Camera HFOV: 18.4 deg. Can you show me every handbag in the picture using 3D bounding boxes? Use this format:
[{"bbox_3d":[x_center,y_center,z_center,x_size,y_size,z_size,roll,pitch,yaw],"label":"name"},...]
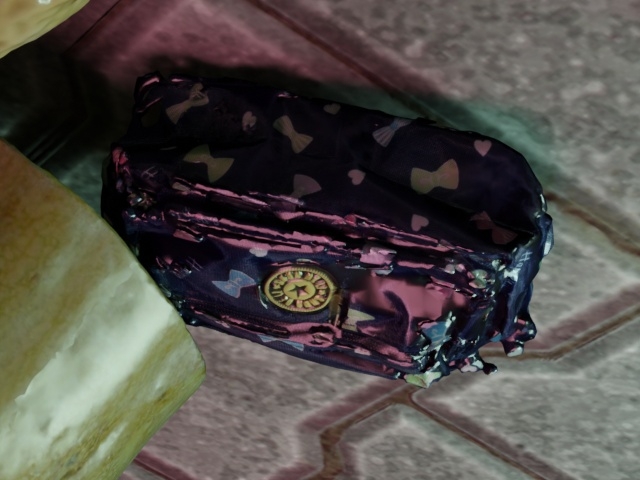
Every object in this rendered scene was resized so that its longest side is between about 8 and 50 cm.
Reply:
[{"bbox_3d":[0.000,0.000,1.108,0.260,0.113,0.162,13,151,5],"label":"handbag"}]

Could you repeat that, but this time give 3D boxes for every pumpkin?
[{"bbox_3d":[-0.249,0.067,1.150,0.332,0.199,0.332,26,153,14],"label":"pumpkin"}]

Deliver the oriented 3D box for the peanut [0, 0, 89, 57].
[{"bbox_3d":[-0.219,-0.140,0.987,0.290,0.130,0.130,-6,140,19],"label":"peanut"}]
